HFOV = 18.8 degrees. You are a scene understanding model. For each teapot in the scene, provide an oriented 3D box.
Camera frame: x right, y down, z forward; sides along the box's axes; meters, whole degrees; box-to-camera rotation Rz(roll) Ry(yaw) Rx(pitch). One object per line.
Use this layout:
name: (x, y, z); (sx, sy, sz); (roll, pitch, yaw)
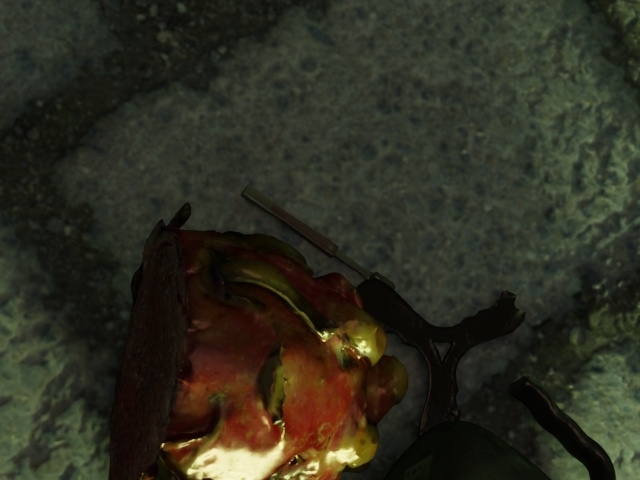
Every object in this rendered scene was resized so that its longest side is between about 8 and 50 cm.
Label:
teapot: (0.199, 0.315, 1.986); (0.285, 0.305, 0.223); (29, 115, -15)

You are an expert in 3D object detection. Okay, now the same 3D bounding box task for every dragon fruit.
dragon fruit: (-0.048, 0.131, 1.882); (0.262, 0.296, 0.314); (12, 85, -16)

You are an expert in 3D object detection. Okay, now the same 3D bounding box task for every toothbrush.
toothbrush: (-0.001, 0.000, 2.059); (0.194, 0.017, 0.014); (34, 69, -7)

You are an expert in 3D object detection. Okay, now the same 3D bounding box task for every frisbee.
frisbee: (0.143, 0.114, 2.073); (0.187, 0.012, 0.211); (-24, 92, -23)
